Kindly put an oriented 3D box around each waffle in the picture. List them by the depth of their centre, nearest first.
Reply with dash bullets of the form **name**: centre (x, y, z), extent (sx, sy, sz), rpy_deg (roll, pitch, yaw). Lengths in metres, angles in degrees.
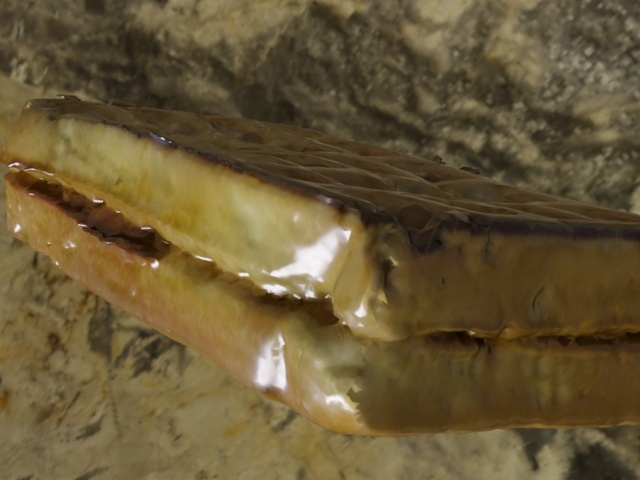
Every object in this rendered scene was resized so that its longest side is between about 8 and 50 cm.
- **waffle**: centre (0.000, 0.000, 0.629), extent (0.224, 0.328, 0.098), rpy_deg (4, -80, -40)
